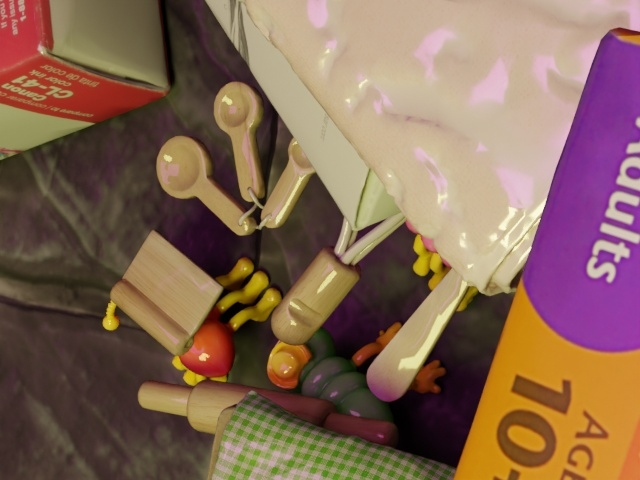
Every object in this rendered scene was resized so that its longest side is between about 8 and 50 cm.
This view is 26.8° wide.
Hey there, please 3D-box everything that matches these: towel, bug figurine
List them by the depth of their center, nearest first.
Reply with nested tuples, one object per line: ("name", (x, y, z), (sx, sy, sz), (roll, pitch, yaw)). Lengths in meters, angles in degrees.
("towel", (0.071, -0.202, 0.488), (0.317, 0.053, 0.332), (-46, 64, 18))
("bug figurine", (0.000, 0.000, 0.768), (0.216, 0.072, 0.279), (40, 106, 29))

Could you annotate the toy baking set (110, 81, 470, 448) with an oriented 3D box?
("toy baking set", (-0.010, 0.018, 0.715), (0.256, 0.030, 0.197), (11, 98, 29))

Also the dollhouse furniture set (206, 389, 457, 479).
("dollhouse furniture set", (0.003, 0.253, 0.626), (0.197, 0.151, 0.302), (14, 107, 11))

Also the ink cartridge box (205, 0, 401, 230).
("ink cartridge box", (0.041, -0.175, 0.665), (0.289, 0.211, 0.121), (59, 157, 23))

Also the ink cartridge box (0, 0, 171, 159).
("ink cartridge box", (-0.266, -0.170, 0.924), (0.306, 0.131, 0.226), (-17, 77, 29))

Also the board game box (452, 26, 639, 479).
("board game box", (0.250, 0.178, 0.417), (0.356, 0.356, 0.357), (21, 97, 32))
